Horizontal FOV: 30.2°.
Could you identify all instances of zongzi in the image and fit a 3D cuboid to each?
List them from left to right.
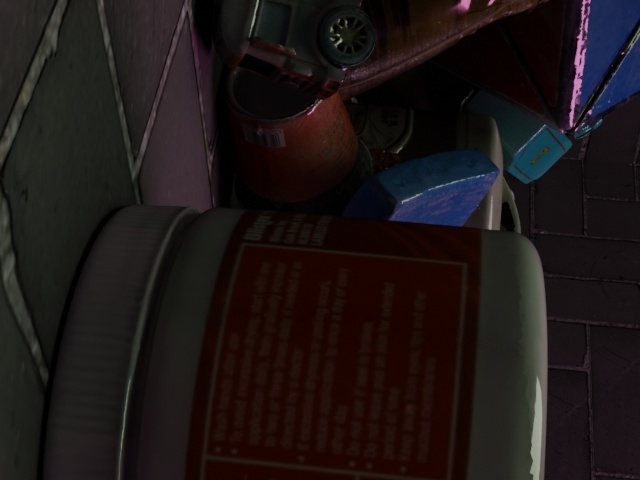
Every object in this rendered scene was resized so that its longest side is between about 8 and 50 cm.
[{"bbox_3d":[0.070,-0.207,1.138,0.288,0.286,0.134,94,-21,-74],"label":"zongzi"}]

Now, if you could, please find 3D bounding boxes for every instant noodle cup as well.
[{"bbox_3d":[-0.026,-0.091,0.992,0.135,0.127,0.127,74,20,-55],"label":"instant noodle cup"}]

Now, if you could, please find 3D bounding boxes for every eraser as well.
[{"bbox_3d":[0.032,0.043,1.065,0.144,0.042,0.312,-16,149,-43],"label":"eraser"}]

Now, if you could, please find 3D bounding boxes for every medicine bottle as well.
[{"bbox_3d":[-0.004,0.111,0.671,0.252,0.241,0.252,5,90,-86],"label":"medicine bottle"}]

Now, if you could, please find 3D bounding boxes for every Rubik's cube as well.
[{"bbox_3d":[0.260,-0.302,1.246,0.255,0.260,0.259,39,-37,39],"label":"Rubik's cube"}]

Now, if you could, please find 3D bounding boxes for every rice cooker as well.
[{"bbox_3d":[0.080,-0.011,1.304,0.288,0.277,0.288,5,90,-83],"label":"rice cooker"}]

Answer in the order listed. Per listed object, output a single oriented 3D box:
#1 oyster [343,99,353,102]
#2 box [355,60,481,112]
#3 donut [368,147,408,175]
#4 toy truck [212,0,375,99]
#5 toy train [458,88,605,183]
[{"bbox_3d":[0.008,-0.141,1.517,0.163,0.081,0.191,92,7,-77],"label":"oyster"},{"bbox_3d":[0.120,-0.249,1.464,0.143,0.184,0.273,44,-9,40],"label":"box"},{"bbox_3d":[-0.001,0.001,1.106,0.217,0.085,0.141,-26,156,-35],"label":"donut"},{"bbox_3d":[-0.016,-0.242,0.868,0.108,0.140,0.256,-168,-89,-80],"label":"toy truck"},{"bbox_3d":[0.258,-0.154,1.431,0.163,0.112,0.203,-46,159,11],"label":"toy train"}]
